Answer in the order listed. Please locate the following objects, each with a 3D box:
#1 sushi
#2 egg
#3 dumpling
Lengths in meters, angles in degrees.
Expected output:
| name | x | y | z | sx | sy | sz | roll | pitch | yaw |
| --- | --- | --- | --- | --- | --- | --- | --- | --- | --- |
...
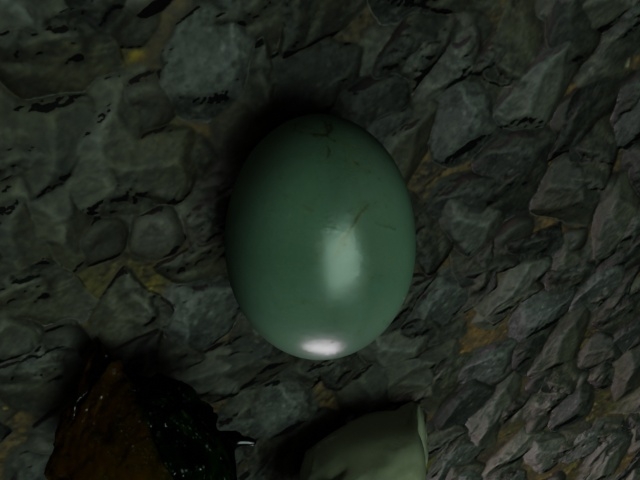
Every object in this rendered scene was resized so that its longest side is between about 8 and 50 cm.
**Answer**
| name | x | y | z | sx | sy | sz | roll | pitch | yaw |
| --- | --- | --- | --- | --- | --- | --- | --- | --- | --- |
| sushi | -0.135 | 0.227 | 0.832 | 0.287 | 0.149 | 0.140 | 44 | 61 | -16 |
| egg | 0.000 | 0.000 | 0.771 | 0.168 | 0.168 | 0.231 | -15 | 126 | -23 |
| dumpling | 0.049 | 0.292 | 1.067 | 0.250 | 0.132 | 0.163 | -22 | 126 | -38 |
